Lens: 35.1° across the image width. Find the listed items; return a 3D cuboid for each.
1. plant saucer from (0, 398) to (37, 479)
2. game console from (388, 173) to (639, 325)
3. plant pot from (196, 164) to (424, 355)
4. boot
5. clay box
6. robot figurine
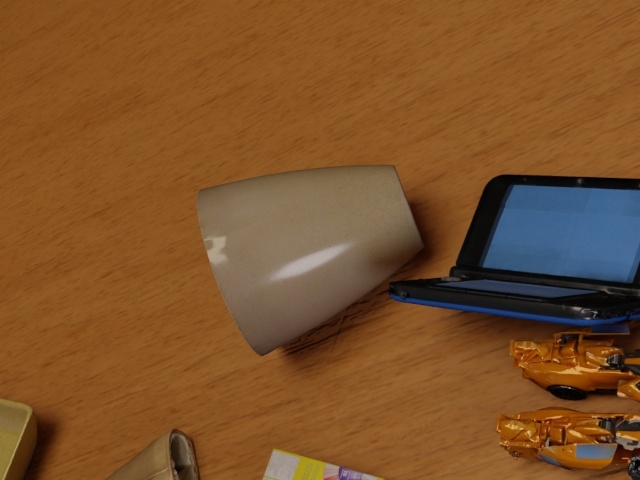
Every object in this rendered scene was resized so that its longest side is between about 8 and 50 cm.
[{"bbox_3d":[-0.635,0.435,1.760,0.332,0.081,0.333,3,66,38],"label":"plant saucer"},{"bbox_3d":[0.269,0.000,1.271,0.293,0.250,0.173,4,93,41],"label":"game console"},{"bbox_3d":[0.000,0.000,1.450,0.274,0.256,0.256,-20,51,5],"label":"plant pot"},{"bbox_3d":[-0.301,0.436,1.498,0.269,0.089,0.236,-32,49,17],"label":"boot"},{"bbox_3d":[0.012,0.361,1.327,0.222,0.053,0.127,7,69,38],"label":"clay box"},{"bbox_3d":[0.352,0.181,1.149,0.291,0.085,0.211,-6,56,35],"label":"robot figurine"}]
